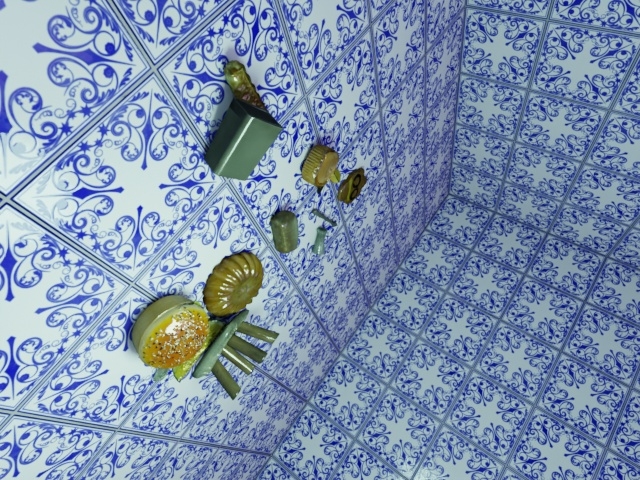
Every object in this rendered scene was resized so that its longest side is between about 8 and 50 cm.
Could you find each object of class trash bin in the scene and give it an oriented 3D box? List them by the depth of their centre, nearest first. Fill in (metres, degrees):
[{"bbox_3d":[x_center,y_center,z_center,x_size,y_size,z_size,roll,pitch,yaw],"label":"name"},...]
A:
[{"bbox_3d":[-0.266,-0.334,1.381,0.164,0.122,0.240,2,132,-52],"label":"trash bin"}]

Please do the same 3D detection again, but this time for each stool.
[{"bbox_3d":[-0.376,0.507,1.827,0.310,0.226,0.310,-53,178,12],"label":"stool"}]

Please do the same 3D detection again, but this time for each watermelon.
[{"bbox_3d":[-0.533,0.451,1.724,0.301,0.129,0.123,-52,148,-31],"label":"watermelon"}]

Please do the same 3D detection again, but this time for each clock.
[{"bbox_3d":[-0.672,0.560,1.719,0.074,0.010,0.083,17,100,-62],"label":"clock"}]

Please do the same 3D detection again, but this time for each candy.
[{"bbox_3d":[-0.168,-0.038,1.930,0.104,0.102,0.233,-44,147,-32],"label":"candy"}]

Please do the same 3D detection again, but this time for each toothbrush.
[{"bbox_3d":[0.023,-0.126,2.263,0.030,0.030,0.297,-46,153,9],"label":"toothbrush"}]

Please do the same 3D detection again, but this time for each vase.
[{"bbox_3d":[0.000,0.000,2.293,0.081,0.081,0.148,-24,132,-51],"label":"vase"}]

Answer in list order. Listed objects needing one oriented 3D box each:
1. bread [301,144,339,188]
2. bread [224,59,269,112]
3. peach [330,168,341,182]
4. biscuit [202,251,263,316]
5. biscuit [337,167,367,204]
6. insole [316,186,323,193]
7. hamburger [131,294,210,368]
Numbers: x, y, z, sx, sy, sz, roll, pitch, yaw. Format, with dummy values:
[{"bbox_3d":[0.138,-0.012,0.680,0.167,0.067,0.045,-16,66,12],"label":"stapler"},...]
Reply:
[{"bbox_3d":[-0.007,-0.355,1.913,0.199,0.104,0.199,-45,154,-30],"label":"bread"},{"bbox_3d":[-0.236,-0.473,1.426,0.077,0.084,0.367,-18,152,6],"label":"bread"},{"bbox_3d":[0.071,-0.337,2.117,0.083,0.050,0.077,-22,109,-67],"label":"peach"},{"bbox_3d":[-0.373,0.205,1.812,0.326,0.107,0.325,-37,142,-35],"label":"biscuit"},{"bbox_3d":[0.196,-0.312,2.375,0.290,0.041,0.208,-33,143,-43],"label":"biscuit"},{"bbox_3d":[0.020,-0.327,2.090,0.064,0.004,0.188,1,114,-61],"label":"insole"},{"bbox_3d":[-0.556,0.349,1.541,0.300,0.176,0.300,-40,146,-34],"label":"hamburger"}]
